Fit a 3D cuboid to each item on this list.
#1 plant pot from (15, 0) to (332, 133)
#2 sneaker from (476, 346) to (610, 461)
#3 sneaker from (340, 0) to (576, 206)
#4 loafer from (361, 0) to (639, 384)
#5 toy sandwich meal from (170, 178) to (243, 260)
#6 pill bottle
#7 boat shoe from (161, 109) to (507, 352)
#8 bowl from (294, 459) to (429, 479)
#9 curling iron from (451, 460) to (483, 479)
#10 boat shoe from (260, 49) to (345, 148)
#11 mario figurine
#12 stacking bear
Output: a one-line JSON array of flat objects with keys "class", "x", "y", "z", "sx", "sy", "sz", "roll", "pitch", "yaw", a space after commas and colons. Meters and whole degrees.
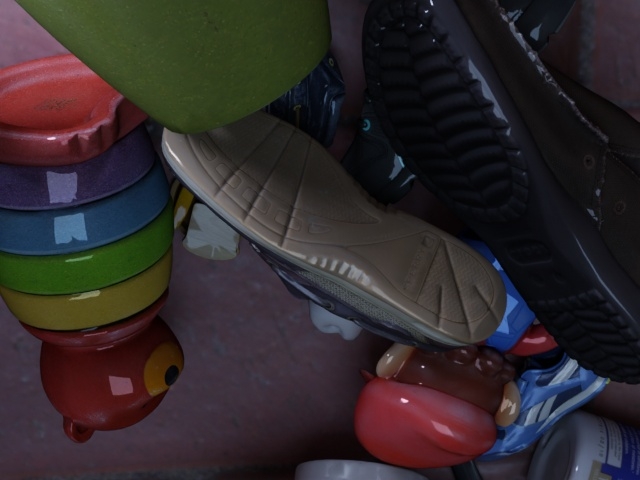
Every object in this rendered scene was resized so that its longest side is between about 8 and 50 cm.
[{"class": "plant pot", "x": -0.118, "y": -0.227, "z": 1.285, "sx": 0.275, "sy": 0.275, "sz": 0.293, "roll": -26, "pitch": 114, "yaw": 9}, {"class": "sneaker", "x": 0.178, "y": 0.130, "z": 1.609, "sx": 0.144, "sy": 0.053, "sz": 0.059, "roll": -40, "pitch": 108, "yaw": 9}, {"class": "sneaker", "x": 0.076, "y": -0.124, "z": 1.465, "sx": 0.106, "sy": 0.101, "sz": 0.267, "roll": 41, "pitch": 102, "yaw": -6}, {"class": "loafer", "x": 0.162, "y": -0.061, "z": 1.391, "sx": 0.130, "sy": 0.134, "sz": 0.366, "roll": -49, "pitch": 117, "yaw": -27}, {"class": "toy sandwich meal", "x": -0.085, "y": -0.024, "z": 1.527, "sx": 0.086, "sy": 0.029, "sz": 0.085, "roll": -1, "pitch": 116, "yaw": -3}, {"class": "pill bottle", "x": 0.280, "y": 0.222, "z": 1.626, "sx": 0.187, "sy": 0.112, "sz": 0.112, "roll": 19, "pitch": 114, "yaw": -12}, {"class": "boat shoe", "x": 0.000, "y": 0.000, "z": 1.408, "sx": 0.285, "sy": 0.103, "sz": 0.092, "roll": 30, "pitch": 146, "yaw": -6}, {"class": "bowl", "x": 0.028, "y": 0.271, "z": 1.593, "sx": 0.289, "sy": 0.289, "sz": 0.156, "roll": 9, "pitch": 72, "yaw": -8}, {"class": "curling iron", "x": 0.150, "y": 0.292, "z": 1.694, "sx": 0.068, "sy": 0.035, "sz": 0.274, "roll": -14, "pitch": 117, "yaw": 3}, {"class": "boat shoe", "x": -0.026, "y": -0.155, "z": 1.454, "sx": 0.083, "sy": 0.065, "sz": 0.183, "roll": -5, "pitch": 109, "yaw": -27}, {"class": "mario figurine", "x": 0.121, "y": 0.037, "z": 1.543, "sx": 0.198, "sy": 0.170, "sz": 0.320, "roll": 34, "pitch": 102, "yaw": 20}, {"class": "stacking bear", "x": -0.178, "y": 0.015, "z": 1.468, "sx": 0.164, "sy": 0.175, "sz": 0.289, "roll": 6, "pitch": 119, "yaw": 28}]
